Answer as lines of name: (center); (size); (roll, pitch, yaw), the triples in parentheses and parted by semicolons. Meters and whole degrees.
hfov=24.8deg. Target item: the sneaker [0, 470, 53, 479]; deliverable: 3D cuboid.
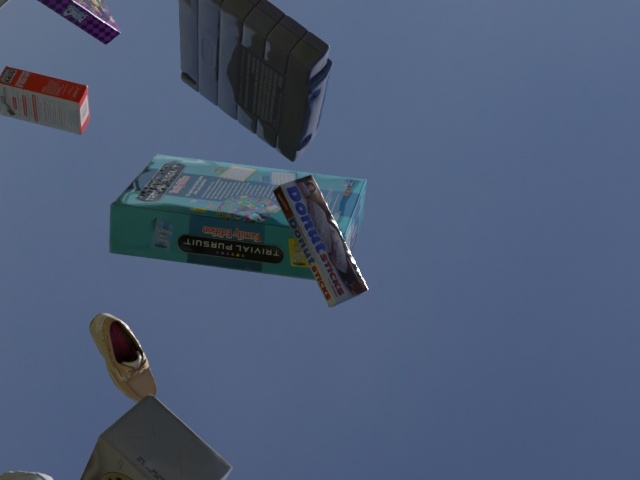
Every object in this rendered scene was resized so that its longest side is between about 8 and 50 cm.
sneaker: (-0.388, 0.353, 1.655); (0.232, 0.090, 0.115); (-36, -126, 11)

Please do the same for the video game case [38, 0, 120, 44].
video game case: (-0.453, -0.456, 2.466); (0.042, 0.232, 0.210); (-36, -117, 13)

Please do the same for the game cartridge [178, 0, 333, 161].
game cartridge: (-0.094, -0.247, 2.036); (0.068, 0.230, 0.355); (-56, 175, -17)

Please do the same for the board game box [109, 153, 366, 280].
board game box: (-0.114, -0.037, 2.149); (0.254, 0.336, 0.079); (-66, 162, -68)

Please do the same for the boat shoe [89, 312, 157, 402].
boat shoe: (-0.312, 0.194, 2.352); (0.063, 0.170, 0.059); (-42, -157, -29)

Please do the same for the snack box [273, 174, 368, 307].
snack box: (0.000, 0.000, 1.976); (0.022, 0.064, 0.178); (-32, -99, 48)

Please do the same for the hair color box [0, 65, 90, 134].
hair color box: (-0.532, -0.269, 2.799); (0.093, 0.167, 0.053); (97, 8, -52)

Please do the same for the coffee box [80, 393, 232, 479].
coffee box: (-0.267, 0.388, 2.170); (0.119, 0.168, 0.297); (-40, 166, -42)

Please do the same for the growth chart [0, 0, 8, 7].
growth chart: (-0.364, -0.289, 1.449); (0.172, 0.021, 0.237); (-34, -125, 12)
